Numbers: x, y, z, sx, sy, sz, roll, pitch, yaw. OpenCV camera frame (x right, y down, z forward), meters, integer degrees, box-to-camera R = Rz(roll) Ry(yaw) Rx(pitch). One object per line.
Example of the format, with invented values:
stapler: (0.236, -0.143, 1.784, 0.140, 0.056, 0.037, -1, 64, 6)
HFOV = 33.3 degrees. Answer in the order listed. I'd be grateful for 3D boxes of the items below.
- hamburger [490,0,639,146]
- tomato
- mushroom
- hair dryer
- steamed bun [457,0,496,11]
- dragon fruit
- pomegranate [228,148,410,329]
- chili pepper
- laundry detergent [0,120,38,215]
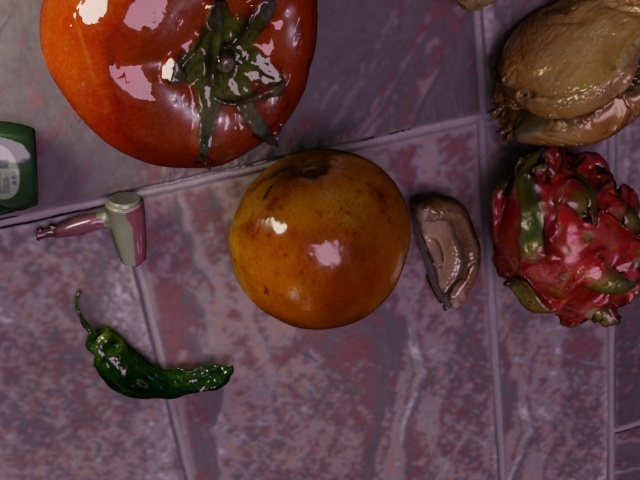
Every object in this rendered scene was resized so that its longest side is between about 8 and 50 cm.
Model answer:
hamburger: (0.362, -0.232, 1.490, 0.286, 0.243, 0.146, -27, 123, 16)
tomato: (-0.165, -0.265, 1.312, 0.341, 0.273, 0.341, -16, 125, -23)
mushroom: (0.198, 0.008, 1.658, 0.094, 0.072, 0.209, -24, 123, -1)
hair dryer: (-0.326, -0.015, 1.520, 0.154, 0.054, 0.106, 0, 121, -5)
steamed bun: (0.229, -0.436, 1.411, 0.292, 0.137, 0.295, -42, 117, 3)
dragon fruit: (0.372, -0.010, 1.612, 0.237, 0.231, 0.302, -23, 110, 9)
pomegranate: (0.000, 0.000, 1.507, 0.264, 0.264, 0.264, -7, 117, -13)
chili pepper: (-0.271, 0.187, 1.622, 0.279, 0.065, 0.122, 28, 97, -28)
laundry detergent: (-0.485, -0.092, 1.420, 0.211, 0.063, 0.137, -4, 123, -14)
